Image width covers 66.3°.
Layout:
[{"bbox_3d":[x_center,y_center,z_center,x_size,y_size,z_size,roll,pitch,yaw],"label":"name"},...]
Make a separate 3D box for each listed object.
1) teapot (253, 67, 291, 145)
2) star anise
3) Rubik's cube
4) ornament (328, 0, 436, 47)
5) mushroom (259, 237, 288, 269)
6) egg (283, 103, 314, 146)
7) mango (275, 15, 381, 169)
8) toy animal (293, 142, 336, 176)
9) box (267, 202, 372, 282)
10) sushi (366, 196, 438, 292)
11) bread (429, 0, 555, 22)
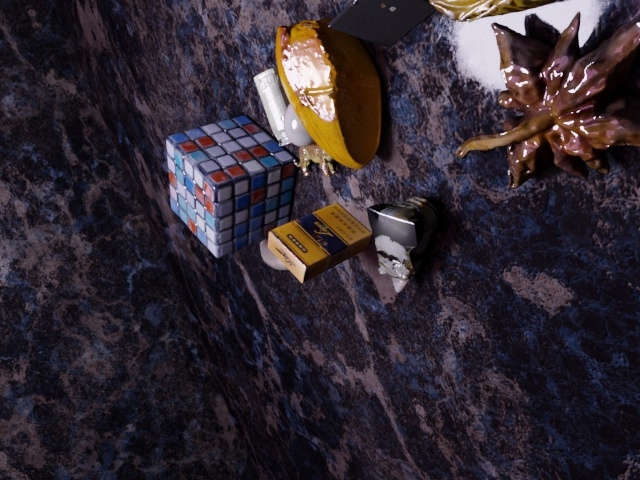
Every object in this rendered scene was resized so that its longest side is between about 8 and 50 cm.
[{"bbox_3d":[-0.095,-0.364,1.331,0.107,0.077,0.200,-14,102,26],"label":"teapot"},{"bbox_3d":[0.358,-0.199,0.771,0.350,0.109,0.292,26,127,45],"label":"star anise"},{"bbox_3d":[-0.277,-0.173,1.515,0.292,0.293,0.286,44,143,30],"label":"Rubik's cube"},{"bbox_3d":[0.116,-0.512,0.928,0.166,0.153,0.196,-16,75,56],"label":"ornament"},{"bbox_3d":[-0.127,0.053,1.650,0.213,0.088,0.097,15,92,43],"label":"mushroom"},{"bbox_3d":[-0.041,-0.308,1.255,0.103,0.103,0.135,27,113,43],"label":"egg"},{"bbox_3d":[0.032,-0.325,1.093,0.199,0.201,0.350,-99,-14,-71],"label":"mango"},{"bbox_3d":[-0.004,-0.225,1.318,0.241,0.057,0.099,16,118,51],"label":"toy animal"},{"bbox_3d":[0.000,0.001,1.292,0.152,0.237,0.070,44,139,28],"label":"box"},{"bbox_3d":[0.207,0.008,1.151,0.134,0.109,0.272,28,148,37],"label":"sushi"},{"bbox_3d":[0.265,-0.445,0.701,0.253,0.142,0.227,5,115,50],"label":"bread"}]
